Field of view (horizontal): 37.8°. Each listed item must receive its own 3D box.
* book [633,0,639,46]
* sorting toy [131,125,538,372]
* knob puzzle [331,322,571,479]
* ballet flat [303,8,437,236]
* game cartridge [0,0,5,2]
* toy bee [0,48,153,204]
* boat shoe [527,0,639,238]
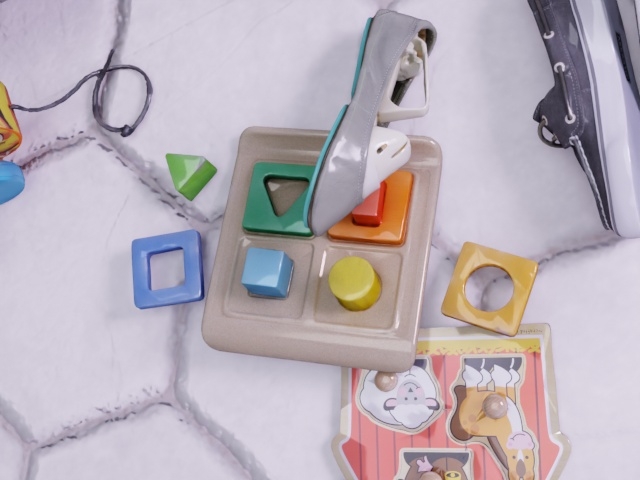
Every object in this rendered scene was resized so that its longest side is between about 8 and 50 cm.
[{"bbox_3d":[0.281,-0.146,0.676,0.096,0.035,0.144,-9,127,17],"label":"book"},{"bbox_3d":[0.000,0.000,0.764,0.347,0.047,0.196,5,76,15],"label":"sorting toy"},{"bbox_3d":[0.100,0.166,0.741,0.213,0.030,0.213,-1,84,15],"label":"knob puzzle"},{"bbox_3d":[0.046,-0.094,0.732,0.068,0.072,0.213,13,63,11],"label":"ballet flat"},{"bbox_3d":[-0.401,-0.257,0.855,0.355,0.068,0.230,-20,54,12],"label":"game cartridge"},{"bbox_3d":[-0.327,-0.101,0.817,0.298,0.162,0.195,-45,74,7],"label":"toy bee"},{"bbox_3d":[0.200,-0.109,0.722,0.076,0.080,0.228,-14,84,31],"label":"boat shoe"}]
